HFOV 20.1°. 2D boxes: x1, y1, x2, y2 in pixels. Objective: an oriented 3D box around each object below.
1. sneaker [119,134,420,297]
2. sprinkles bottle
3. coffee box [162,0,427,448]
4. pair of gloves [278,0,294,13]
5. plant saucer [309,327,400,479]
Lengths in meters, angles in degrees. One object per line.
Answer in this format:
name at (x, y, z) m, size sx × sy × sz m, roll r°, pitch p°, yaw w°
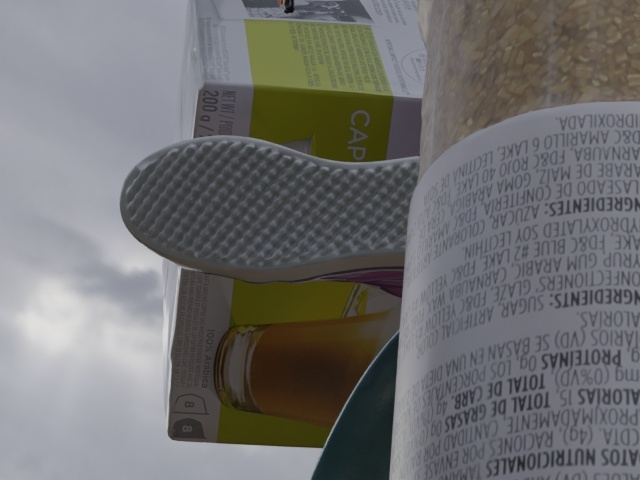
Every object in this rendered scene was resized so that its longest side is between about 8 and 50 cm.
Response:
sneaker at (0.000, 0.001, 1.322) m, size 0.282 × 0.102 × 0.161 m, roll 6°, pitch -16°, yaw 5°
sprinkles bottle at (0.074, 0.069, 0.456) m, size 0.121 × 0.355 × 0.121 m, roll 4°, pitch -33°, yaw 2°
coffee box at (0.033, -0.034, 1.666) m, size 0.334 × 0.338 × 0.337 m, roll 4°, pitch -66°, yaw -8°
pair of gloves at (-0.017, -0.204, 1.259) m, size 0.010 × 0.074 × 0.083 m, roll 8°, pitch -33°, yaw -14°
plant saucer at (0.055, 0.174, 0.779) m, size 0.044 × 0.317 × 0.317 m, roll 16°, pitch -23°, yaw -21°
